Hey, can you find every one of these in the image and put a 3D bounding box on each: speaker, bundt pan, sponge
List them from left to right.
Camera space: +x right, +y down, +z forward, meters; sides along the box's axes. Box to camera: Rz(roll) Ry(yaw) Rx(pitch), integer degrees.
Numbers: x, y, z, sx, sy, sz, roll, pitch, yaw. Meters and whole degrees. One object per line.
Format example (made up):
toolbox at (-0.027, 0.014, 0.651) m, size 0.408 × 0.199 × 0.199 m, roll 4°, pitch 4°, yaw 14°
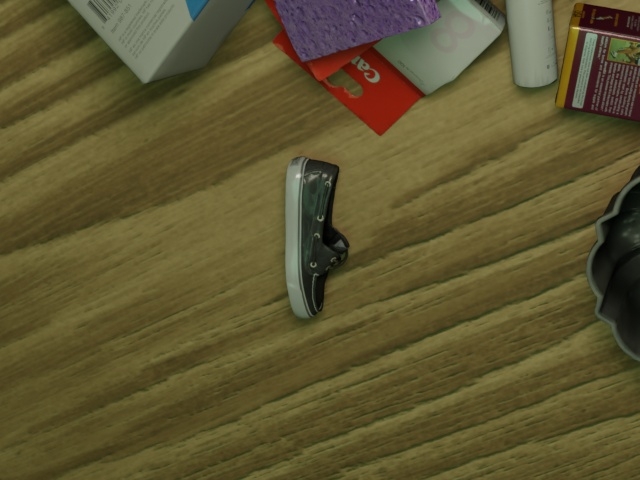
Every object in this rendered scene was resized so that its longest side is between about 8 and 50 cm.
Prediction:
sponge at (0.032, -0.274, 1.667) m, size 0.210 × 0.031 × 0.117 m, roll -9°, pitch 110°, yaw 46°
speaker at (0.243, -0.249, 1.741) m, size 0.055 × 0.055 × 0.136 m, roll -2°, pitch 120°, yaw 16°
bundt pan at (0.486, 0.012, 1.789) m, size 0.331 × 0.124 × 0.330 m, roll 7°, pitch 121°, yaw 12°

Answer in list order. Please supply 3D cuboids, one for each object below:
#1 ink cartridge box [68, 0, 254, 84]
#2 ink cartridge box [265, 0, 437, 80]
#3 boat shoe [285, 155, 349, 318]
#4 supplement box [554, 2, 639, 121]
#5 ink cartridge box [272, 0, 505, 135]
ink cartridge box at (-0.206, -0.366, 1.694) m, size 0.307 × 0.129 × 0.223 m, roll 47°, pitch 122°, yaw 10°
ink cartridge box at (0.037, -0.383, 1.646) m, size 0.385 × 0.091 × 0.308 m, roll -32°, pitch 94°, yaw 32°
boat shoe at (0.000, 0.000, 1.943) m, size 0.076 × 0.080 × 0.228 m, roll 5°, pitch 113°, yaw 14°
supplement box at (0.371, -0.197, 1.722) m, size 0.188 × 0.081 × 0.104 m, roll 11°, pitch 121°, yaw 9°
ink cartridge box at (0.075, -0.244, 1.790) m, size 0.189 × 0.066 × 0.232 m, roll 41°, pitch 118°, yaw -10°
